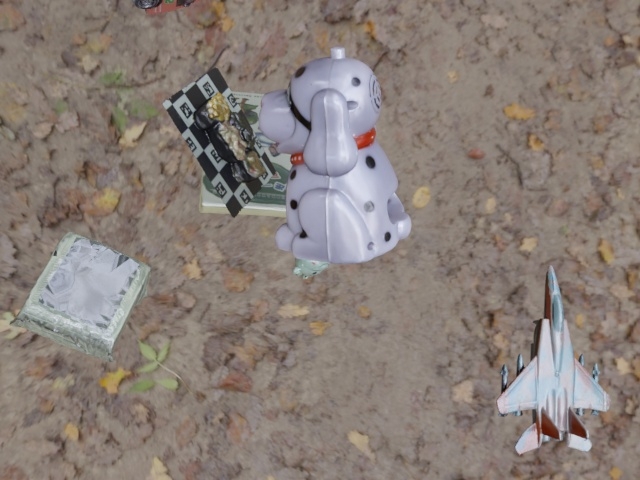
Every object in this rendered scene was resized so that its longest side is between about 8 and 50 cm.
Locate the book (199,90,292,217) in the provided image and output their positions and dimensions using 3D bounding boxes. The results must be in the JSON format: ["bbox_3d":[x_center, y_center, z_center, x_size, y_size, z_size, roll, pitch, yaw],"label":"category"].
[{"bbox_3d":[-0.169,-0.225,1.695,0.260,0.043,0.371,2,60,-13],"label":"book"}]

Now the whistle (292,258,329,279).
[{"bbox_3d":[0.000,0.000,1.631,0.110,0.244,0.092,-8,42,-42],"label":"whistle"}]

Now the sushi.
[{"bbox_3d":[-0.140,-0.175,1.120,0.215,0.050,0.192,60,31,-18],"label":"sushi"}]

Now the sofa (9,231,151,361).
[{"bbox_3d":[-0.474,0.124,1.370,0.210,0.176,0.225,23,57,-11],"label":"sofa"}]

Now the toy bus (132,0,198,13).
[{"bbox_3d":[-0.405,-0.800,1.794,0.233,0.427,0.203,-13,79,-17],"label":"toy bus"}]

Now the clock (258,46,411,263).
[{"bbox_3d":[0.017,-0.118,0.873,0.189,0.189,0.254,-19,117,-18],"label":"clock"}]

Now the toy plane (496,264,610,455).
[{"bbox_3d":[0.407,0.210,1.201,0.223,0.104,0.326,2,76,-12],"label":"toy plane"}]
